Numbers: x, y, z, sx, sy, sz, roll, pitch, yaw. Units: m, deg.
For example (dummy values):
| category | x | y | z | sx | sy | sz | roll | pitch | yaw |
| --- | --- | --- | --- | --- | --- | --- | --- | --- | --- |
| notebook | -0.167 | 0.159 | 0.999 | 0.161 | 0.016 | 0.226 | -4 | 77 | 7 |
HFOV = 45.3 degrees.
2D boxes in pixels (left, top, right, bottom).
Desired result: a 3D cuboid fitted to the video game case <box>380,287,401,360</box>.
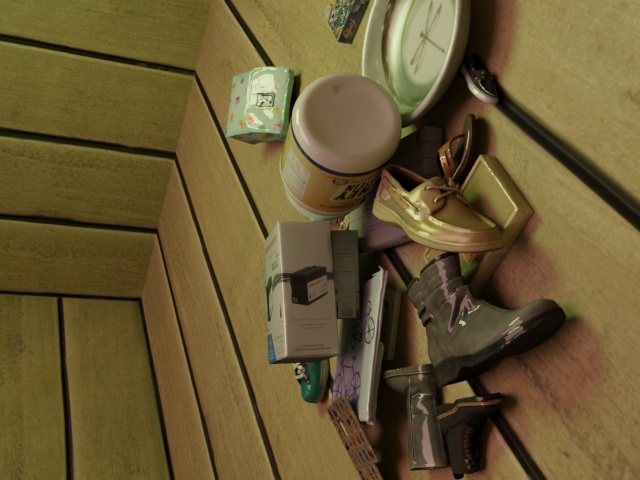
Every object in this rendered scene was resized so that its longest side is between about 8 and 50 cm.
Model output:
| category | x | y | z | sx | sy | sz | roll | pitch | yaw |
| --- | --- | --- | --- | --- | --- | --- | --- | --- | --- |
| video game case | 0.139 | 0.187 | 1.784 | 0.143 | 0.019 | 0.157 | -170 | 86 | -66 |

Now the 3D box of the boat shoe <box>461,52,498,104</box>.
| category | x | y | z | sx | sy | sz | roll | pitch | yaw |
| --- | --- | --- | --- | --- | --- | --- | --- | --- | --- |
| boat shoe | 0.311 | -0.314 | 1.485 | 0.142 | 0.049 | 0.040 | -108 | 34 | -45 |

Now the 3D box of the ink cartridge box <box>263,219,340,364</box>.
| category | x | y | z | sx | sy | sz | roll | pitch | yaw |
| --- | --- | --- | --- | --- | --- | --- | --- | --- | --- |
| ink cartridge box | -0.050 | 0.125 | 1.786 | 0.223 | 0.129 | 0.307 | 134 | 134 | -72 |

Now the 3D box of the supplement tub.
| category | x | y | z | sx | sy | sz | roll | pitch | yaw |
| --- | --- | --- | --- | --- | --- | --- | --- | --- | --- |
| supplement tub | 0.033 | -0.191 | 1.672 | 0.316 | 0.228 | 0.228 | 114 | 153 | -66 |

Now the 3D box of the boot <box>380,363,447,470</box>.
| category | x | y | z | sx | sy | sz | roll | pitch | yaw |
| --- | --- | --- | --- | --- | --- | --- | --- | --- | --- |
| boot | 0.193 | 0.366 | 1.584 | 0.190 | 0.076 | 0.208 | 148 | 117 | -63 |

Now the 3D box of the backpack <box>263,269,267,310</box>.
| category | x | y | z | sx | sy | sz | roll | pitch | yaw |
| --- | --- | --- | --- | --- | --- | --- | --- | --- | --- |
| backpack | -0.099 | 0.127 | 2.208 | 0.152 | 0.115 | 0.182 | -19 | 70 | 61 |

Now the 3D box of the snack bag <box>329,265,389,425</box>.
| category | x | y | z | sx | sy | sz | roll | pitch | yaw |
| --- | --- | --- | --- | --- | --- | --- | --- | --- | --- |
| snack bag | 0.090 | 0.254 | 1.784 | 0.323 | 0.037 | 0.342 | 136 | 143 | -71 |

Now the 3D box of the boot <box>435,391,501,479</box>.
| category | x | y | z | sx | sy | sz | roll | pitch | yaw |
| --- | --- | --- | --- | --- | --- | --- | --- | --- | --- |
| boot | 0.282 | 0.354 | 1.388 | 0.198 | 0.077 | 0.137 | 120 | 144 | -66 |

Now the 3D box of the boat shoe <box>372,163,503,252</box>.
| category | x | y | z | sx | sy | sz | roll | pitch | yaw |
| --- | --- | --- | --- | --- | --- | --- | --- | --- | --- |
| boat shoe | 0.208 | -0.063 | 1.432 | 0.341 | 0.122 | 0.110 | 29 | 120 | 53 |

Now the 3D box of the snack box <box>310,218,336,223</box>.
| category | x | y | z | sx | sy | sz | roll | pitch | yaw |
| --- | --- | --- | --- | --- | --- | --- | --- | --- | --- |
| snack box | 0.015 | -0.118 | 2.072 | 0.100 | 0.037 | 0.141 | -173 | 89 | -66 |

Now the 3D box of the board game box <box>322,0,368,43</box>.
| category | x | y | z | sx | sy | sz | roll | pitch | yaw |
| --- | --- | --- | --- | --- | --- | --- | --- | --- | --- |
| board game box | 0.086 | -0.677 | 2.063 | 0.165 | 0.042 | 0.243 | -109 | 34 | -43 |

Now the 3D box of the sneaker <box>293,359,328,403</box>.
| category | x | y | z | sx | sy | sz | roll | pitch | yaw |
| --- | --- | --- | --- | --- | --- | --- | --- | --- | --- |
| sneaker | -0.052 | 0.285 | 2.061 | 0.108 | 0.121 | 0.302 | 149 | 123 | -61 |

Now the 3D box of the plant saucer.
| category | x | y | z | sx | sy | sz | roll | pitch | yaw |
| --- | --- | --- | --- | --- | --- | --- | --- | --- | --- |
| plant saucer | 0.221 | -0.433 | 1.645 | 0.400 | 0.101 | 0.400 | -175 | 90 | -66 |

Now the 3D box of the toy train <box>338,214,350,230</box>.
| category | x | y | z | sx | sy | sz | roll | pitch | yaw |
| --- | --- | --- | --- | --- | --- | --- | --- | --- | --- |
| toy train | 0.000 | 0.000 | 1.981 | 0.105 | 0.143 | 0.248 | -166 | 82 | -65 |

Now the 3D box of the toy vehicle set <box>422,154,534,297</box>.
| category | x | y | z | sx | sy | sz | roll | pitch | yaw |
| --- | --- | --- | --- | --- | --- | --- | --- | --- | --- |
| toy vehicle set | 0.293 | -0.010 | 1.470 | 0.166 | 0.035 | 0.266 | -110 | 35 | -44 |

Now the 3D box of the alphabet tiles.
| category | x | y | z | sx | sy | sz | roll | pitch | yaw |
| --- | --- | --- | --- | --- | --- | --- | --- | --- | --- |
| alphabet tiles | 0.087 | 0.465 | 1.709 | 0.237 | 0.009 | 0.198 | 61 | 161 | 14 |

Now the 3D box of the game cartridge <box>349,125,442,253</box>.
| category | x | y | z | sx | sy | sz | roll | pitch | yaw |
| --- | --- | --- | --- | --- | --- | --- | --- | --- | --- |
| game cartridge | 0.166 | -0.100 | 1.745 | 0.355 | 0.068 | 0.230 | 159 | 110 | -63 |

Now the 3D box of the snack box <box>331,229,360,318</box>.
| category | x | y | z | sx | sy | sz | roll | pitch | yaw |
| --- | --- | --- | --- | --- | --- | --- | --- | --- | --- |
| snack box | 0.040 | 0.085 | 1.839 | 0.174 | 0.070 | 0.207 | 160 | 109 | -76 |

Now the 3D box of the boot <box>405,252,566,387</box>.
| category | x | y | z | sx | sy | sz | roll | pitch | yaw |
| --- | --- | --- | --- | --- | --- | --- | --- | --- | --- |
| boot | 0.264 | 0.112 | 1.354 | 0.338 | 0.118 | 0.222 | -43 | 59 | 51 |

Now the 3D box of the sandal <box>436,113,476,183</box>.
| category | x | y | z | sx | sy | sz | roll | pitch | yaw |
| --- | --- | --- | --- | --- | --- | --- | --- | --- | --- |
| sandal | 0.253 | -0.148 | 1.519 | 0.090 | 0.060 | 0.219 | -86 | 17 | -71 |

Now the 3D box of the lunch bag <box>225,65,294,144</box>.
| category | x | y | z | sx | sy | sz | roll | pitch | yaw |
| --- | --- | --- | --- | --- | --- | --- | --- | --- | --- |
| lunch bag | -0.182 | -0.432 | 2.468 | 0.262 | 0.160 | 0.223 | 2 | 83 | 54 |
